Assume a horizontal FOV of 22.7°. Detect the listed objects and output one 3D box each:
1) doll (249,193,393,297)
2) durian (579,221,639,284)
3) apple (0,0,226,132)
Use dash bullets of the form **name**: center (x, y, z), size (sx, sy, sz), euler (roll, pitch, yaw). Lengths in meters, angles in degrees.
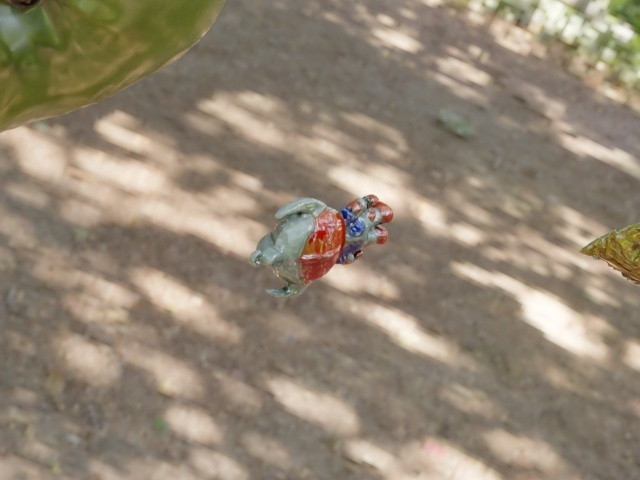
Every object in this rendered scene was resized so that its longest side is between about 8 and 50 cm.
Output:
- **doll**: center (0.000, -0.001, 1.636), size (0.195, 0.104, 0.062), euler (-17, 58, -43)
- **durian**: center (0.417, 0.024, 1.446), size (0.305, 0.195, 0.185), euler (20, 54, -17)
- **apple**: center (-0.241, -0.311, 1.122), size (0.474, 0.473, 0.473), euler (22, 20, -8)
